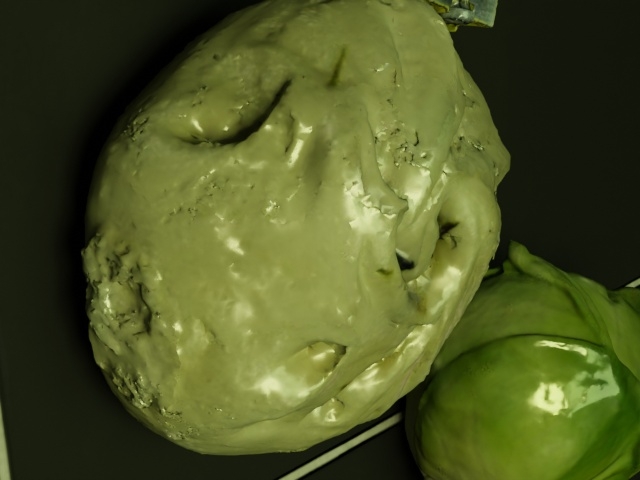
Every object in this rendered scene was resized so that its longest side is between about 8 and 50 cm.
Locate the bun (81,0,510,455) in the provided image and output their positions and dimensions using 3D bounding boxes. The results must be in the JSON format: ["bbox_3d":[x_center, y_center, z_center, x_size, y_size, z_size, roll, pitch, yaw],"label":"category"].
[{"bbox_3d":[0.000,0.000,0.847,0.362,0.234,0.326,-56,141,-15],"label":"bun"}]

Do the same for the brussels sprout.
[{"bbox_3d":[0.217,0.143,1.128,0.294,0.227,0.259,-44,127,11],"label":"brussels sprout"}]

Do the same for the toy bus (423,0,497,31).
[{"bbox_3d":[0.075,-0.239,0.991,0.226,0.074,0.081,5,94,-49],"label":"toy bus"}]
